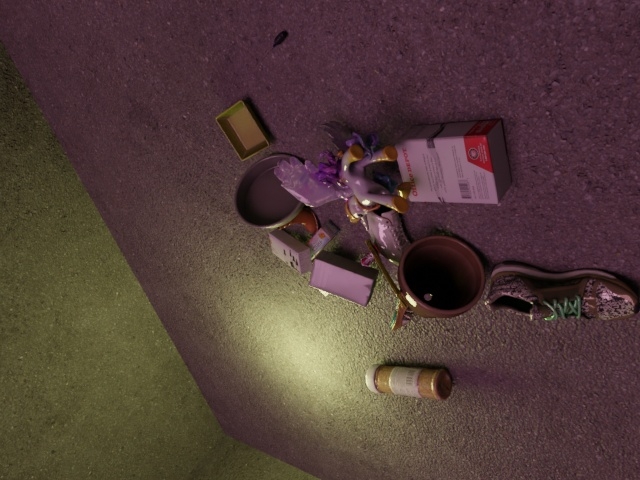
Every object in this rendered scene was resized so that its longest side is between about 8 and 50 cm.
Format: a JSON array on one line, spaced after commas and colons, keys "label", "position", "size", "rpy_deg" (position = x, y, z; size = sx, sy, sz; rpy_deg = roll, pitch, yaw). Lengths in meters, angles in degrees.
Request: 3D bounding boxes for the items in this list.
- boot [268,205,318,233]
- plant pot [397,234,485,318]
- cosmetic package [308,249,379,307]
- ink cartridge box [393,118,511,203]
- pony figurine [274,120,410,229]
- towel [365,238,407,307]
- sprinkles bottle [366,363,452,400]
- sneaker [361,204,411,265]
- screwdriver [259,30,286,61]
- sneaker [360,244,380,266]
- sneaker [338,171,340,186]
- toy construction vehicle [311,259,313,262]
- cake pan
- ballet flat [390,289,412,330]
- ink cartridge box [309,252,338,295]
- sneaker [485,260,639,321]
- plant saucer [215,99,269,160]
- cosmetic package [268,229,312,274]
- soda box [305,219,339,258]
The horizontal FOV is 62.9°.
[{"label": "boot", "position": [-0.102, -0.079, 1.949], "size": [0.073, 0.152, 0.197], "rpy_deg": [-18, 110, 49]}, {"label": "plant pot", "position": [0.368, 0.145, 1.675], "size": [0.263, 0.263, 0.229], "rpy_deg": [34, 158, 15]}, {"label": "cosmetic package", "position": [0.087, 0.139, 1.951], "size": [0.238, 0.107, 0.127], "rpy_deg": [20, 116, 10]}, {"label": "ink cartridge box", "position": [0.362, -0.213, 1.441], "size": [0.273, 0.114, 0.197], "rpy_deg": [5, 127, 40]}, {"label": "pony figurine", "position": [0.089, -0.187, 1.535], "size": [0.351, 0.303, 0.363], "rpy_deg": [49, 160, -7]}, {"label": "towel", "position": [0.214, 0.102, 1.682], "size": [0.102, 0.021, 0.237], "rpy_deg": [47, -167, -50]}, {"label": "sprinkles bottle", "position": [0.352, 0.572, 2.125], "size": [0.355, 0.121, 0.121], "rpy_deg": [-9, 117, 46]}, {"label": "sneaker", "position": [0.230, -0.036, 1.721], "size": [0.290, 0.106, 0.123], "rpy_deg": [49, 144, -1]}, {"label": "screwdriver", "position": [-0.151, -0.605, 1.651], "size": [0.025, 0.024, 0.170], "rpy_deg": [26, 154, -21]}, {"label": "sneaker", "position": [0.184, 0.051, 1.870], "size": [0.042, 0.067, 0.118], "rpy_deg": [41, 141, 6]}, {"label": "sneaker", "position": [0.059, -0.206, 1.774], "size": [0.152, 0.054, 0.061], "rpy_deg": [12, 133, 35]}, {"label": "toy construction vehicle", "position": [-0.079, 0.061, 2.152], "size": [0.098, 0.035, 0.086], "rpy_deg": [4, 137, 43]}, {"label": "cake pan", "position": [-0.169, -0.169, 1.863], "size": [0.293, 0.293, 0.054], "rpy_deg": [19, 166, 30]}, {"label": "ballet flat", "position": [0.310, 0.265, 1.937], "size": [0.073, 0.080, 0.232], "rpy_deg": [16, 136, 12]}, {"label": "ink cartridge box", "position": [0.040, 0.138, 2.094], "size": [0.097, 0.046, 0.207], "rpy_deg": [44, 141, 1]}, {"label": "sneaker", "position": [0.651, 0.180, 1.464], "size": [0.410, 0.182, 0.158], "rpy_deg": [4, 125, 40]}, {"label": "plant saucer", "position": [-0.274, -0.405, 1.911], "size": [0.188, 0.045, 0.188], "rpy_deg": [-15, 112, 47]}, {"label": "cosmetic package", "position": [-0.122, 0.040, 2.075], "size": [0.239, 0.060, 0.099], "rpy_deg": [32, 135, 51]}, {"label": "soda box", "position": [0.000, 0.000, 1.996], "size": [0.058, 0.063, 0.183], "rpy_deg": [47, 142, 3]}]
